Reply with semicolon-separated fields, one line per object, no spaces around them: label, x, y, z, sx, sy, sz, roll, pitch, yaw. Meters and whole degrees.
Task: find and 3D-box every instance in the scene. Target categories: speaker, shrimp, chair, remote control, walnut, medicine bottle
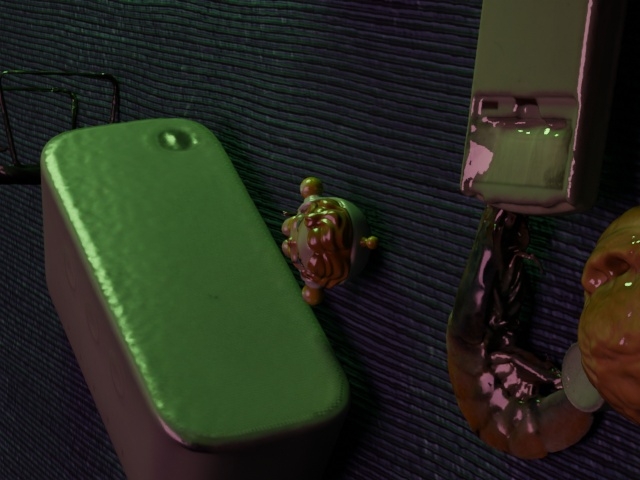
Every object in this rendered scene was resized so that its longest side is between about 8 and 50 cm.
speaker;-0.129;0.083;1.436;0.184;0.183;0.406;104;147;-42
shrimp;0.151;0.056;1.103;0.150;0.051;0.217;29;119;49
chair;-0.319;-0.075;1.786;0.140;0.145;0.221;-4;89;60
remote control;0.158;-0.158;1.054;0.123;0.038;0.285;5;89;55
walnut;0.224;0.041;0.880;0.184;0.155;0.155;-5;87;58
medicine bottle;0.198;0.083;0.982;0.047;0.083;0.047;3;94;59

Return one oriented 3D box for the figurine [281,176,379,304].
figurine;0.000;0.005;1.339;0.143;0.068;0.101;127;138;-62
